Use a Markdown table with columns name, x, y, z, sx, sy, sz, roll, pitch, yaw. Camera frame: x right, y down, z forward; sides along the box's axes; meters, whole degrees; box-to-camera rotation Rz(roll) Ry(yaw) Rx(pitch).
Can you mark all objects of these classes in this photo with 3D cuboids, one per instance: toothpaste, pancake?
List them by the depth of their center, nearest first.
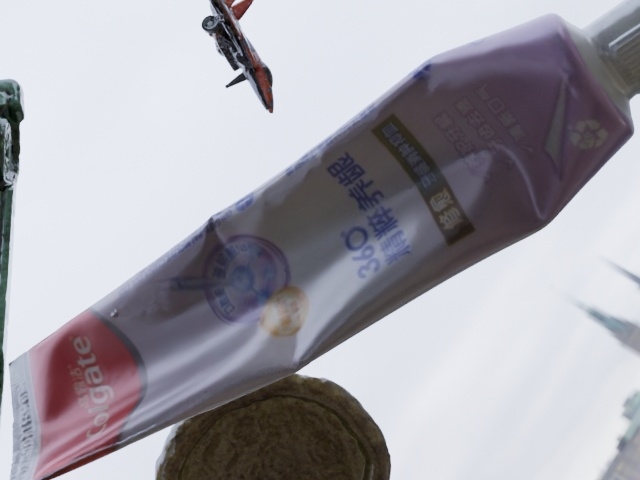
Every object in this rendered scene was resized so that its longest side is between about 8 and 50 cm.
| name | x | y | z | sx | sy | sz | roll | pitch | yaw |
| --- | --- | --- | --- | --- | --- | --- | --- | --- | --- |
| toothpaste | 0.000 | 0.000 | 0.451 | 0.301 | 0.075 | 0.048 | -32 | -27 | 14 |
| pancake | -0.039 | 0.198 | 0.994 | 0.199 | 0.199 | 0.021 | -61 | 10 | 7 |

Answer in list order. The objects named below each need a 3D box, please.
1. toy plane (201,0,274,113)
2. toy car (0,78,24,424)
| name | x | y | z | sx | sy | sz | roll | pitch | yaw |
| --- | --- | --- | --- | --- | --- | --- | --- | --- | --- |
| toy plane | -0.093 | -0.217 | 1.407 | 0.061 | 0.189 | 0.130 | -18 | -26 | 7 |
| toy car | -0.262 | 0.038 | 0.762 | 0.097 | 0.142 | 0.320 | 105 | 165 | -60 |
